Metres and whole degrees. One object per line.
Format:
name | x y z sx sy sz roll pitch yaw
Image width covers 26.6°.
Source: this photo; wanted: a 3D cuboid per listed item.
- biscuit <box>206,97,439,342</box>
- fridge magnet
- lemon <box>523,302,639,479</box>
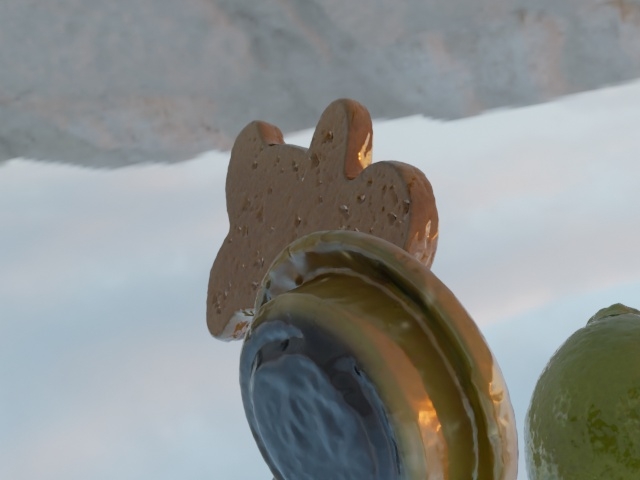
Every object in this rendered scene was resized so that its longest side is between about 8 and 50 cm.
biscuit | 0.001 0.000 0.801 0.036 0.166 0.250 11 175 -27
fridge magnet | 0.018 0.065 0.540 0.063 0.143 0.143 -24 -161 -35
lemon | 0.246 0.155 1.038 0.184 0.249 0.184 -4 151 -2
